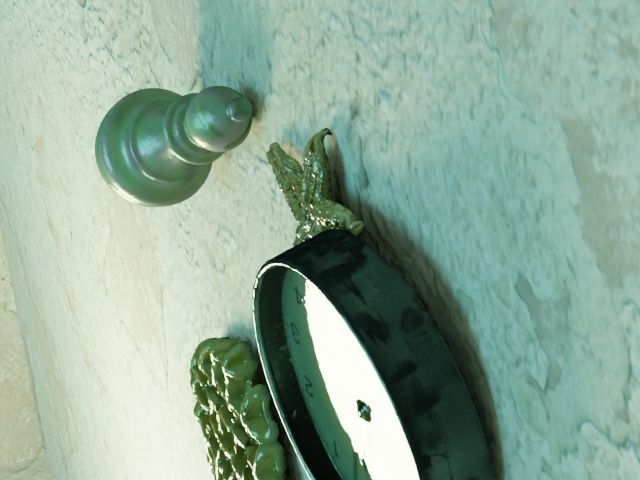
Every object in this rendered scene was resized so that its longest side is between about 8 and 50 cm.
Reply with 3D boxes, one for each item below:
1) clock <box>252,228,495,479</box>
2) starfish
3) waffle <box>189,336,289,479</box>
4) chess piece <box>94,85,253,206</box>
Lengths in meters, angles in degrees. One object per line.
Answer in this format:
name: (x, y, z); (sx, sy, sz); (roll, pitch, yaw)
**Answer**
clock: (0.040, 0.148, 1.373); (0.319, 0.066, 0.319); (52, 156, 35)
starfish: (-0.005, 0.002, 1.496); (0.295, 0.048, 0.231); (-137, 37, -61)
waffle: (-0.097, 0.260, 1.964); (0.309, 0.056, 0.292); (148, 107, -70)
chess piece: (-0.141, -0.118, 1.728); (0.272, 0.139, 0.139); (-13, 92, 61)
